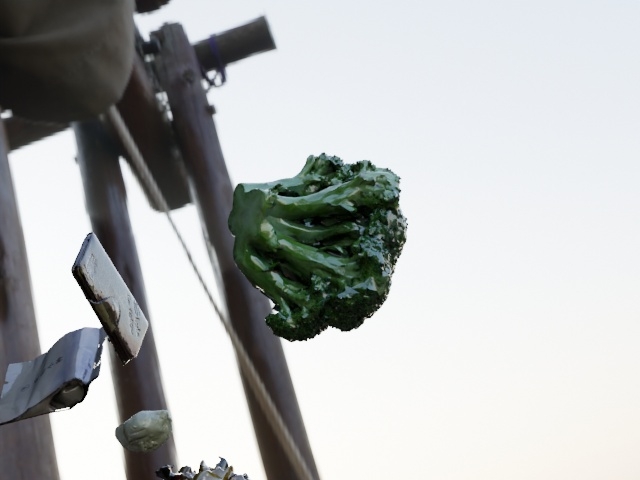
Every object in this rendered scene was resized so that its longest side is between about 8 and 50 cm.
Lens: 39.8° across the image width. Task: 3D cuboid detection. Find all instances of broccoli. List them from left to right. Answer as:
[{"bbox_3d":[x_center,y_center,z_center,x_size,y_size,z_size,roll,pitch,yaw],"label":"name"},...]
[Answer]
[{"bbox_3d":[0.000,0.000,1.226,0.246,0.294,0.265,12,-40,-28],"label":"broccoli"}]

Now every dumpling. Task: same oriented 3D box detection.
[{"bbox_3d":[-0.265,0.289,1.335,0.076,0.057,0.052,-12,-23,-33],"label":"dumpling"}]

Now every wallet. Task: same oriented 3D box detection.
[{"bbox_3d":[-0.378,0.105,1.605,0.031,0.122,0.232,-13,-56,12],"label":"wallet"}]

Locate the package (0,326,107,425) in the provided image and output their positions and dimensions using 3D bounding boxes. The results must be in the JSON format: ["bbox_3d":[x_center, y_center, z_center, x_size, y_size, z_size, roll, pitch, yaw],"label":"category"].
[{"bbox_3d":[-0.544,0.278,1.820,0.251,0.204,0.062,-25,-62,8],"label":"package"}]

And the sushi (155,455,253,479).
[{"bbox_3d":[-0.131,0.345,0.936,0.213,0.200,0.204,-51,-5,-9],"label":"sushi"}]
